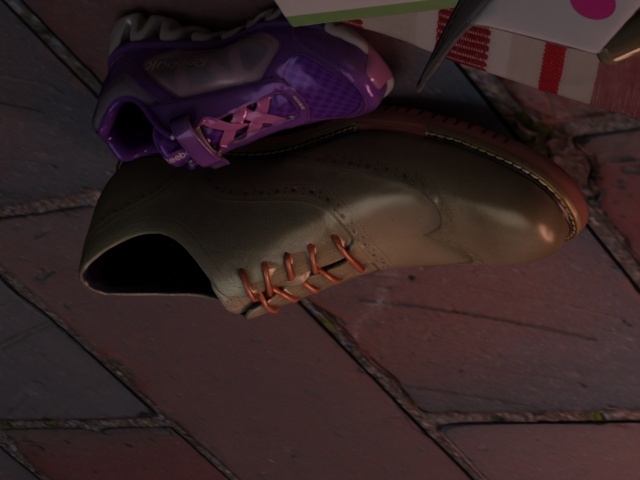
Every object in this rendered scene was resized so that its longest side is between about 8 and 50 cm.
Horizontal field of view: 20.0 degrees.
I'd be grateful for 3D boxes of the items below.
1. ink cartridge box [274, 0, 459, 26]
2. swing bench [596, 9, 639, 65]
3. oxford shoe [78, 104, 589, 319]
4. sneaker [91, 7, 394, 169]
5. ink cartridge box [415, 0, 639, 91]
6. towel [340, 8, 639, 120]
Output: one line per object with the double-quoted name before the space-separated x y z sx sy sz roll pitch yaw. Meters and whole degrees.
"ink cartridge box" -0.001 -0.217 0.964 0.171 0.056 0.235 0 139 40
"swing bench" 0.298 -0.045 0.870 0.254 0.165 0.253 -17 106 21
"oxford shoe" 0.000 0.000 1.289 0.397 0.146 0.140 0 141 37
"sneaker" -0.062 -0.094 1.233 0.236 0.104 0.095 2 141 34
"ink cartridge box" 0.167 -0.203 0.762 0.069 0.176 0.371 33 143 -7
"towel" 0.076 -0.186 1.049 0.329 0.037 0.237 20 151 12
